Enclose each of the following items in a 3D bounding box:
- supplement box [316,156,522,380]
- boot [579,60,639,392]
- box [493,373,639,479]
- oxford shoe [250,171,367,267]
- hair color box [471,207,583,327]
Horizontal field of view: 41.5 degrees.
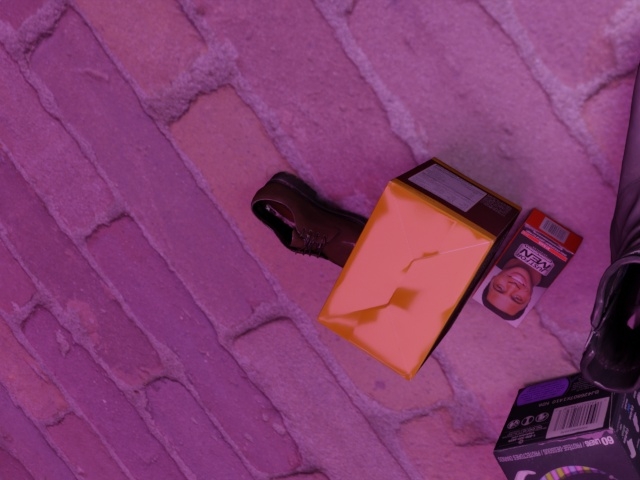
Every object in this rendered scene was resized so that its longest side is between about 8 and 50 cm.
[{"bbox_3d":[0.121,0.026,0.996,0.129,0.194,0.191,32,113,13],"label":"supplement box"},{"bbox_3d":[0.338,-0.027,0.831,0.118,0.222,0.338,10,123,29],"label":"boot"},{"bbox_3d":[0.364,0.319,1.077,0.165,0.143,0.270,-23,104,35],"label":"box"},{"bbox_3d":[0.000,0.000,1.159,0.227,0.096,0.083,30,128,12],"label":"oxford shoe"},{"bbox_3d":[0.254,0.036,1.046,0.072,0.043,0.141,34,132,10],"label":"hair color box"}]
